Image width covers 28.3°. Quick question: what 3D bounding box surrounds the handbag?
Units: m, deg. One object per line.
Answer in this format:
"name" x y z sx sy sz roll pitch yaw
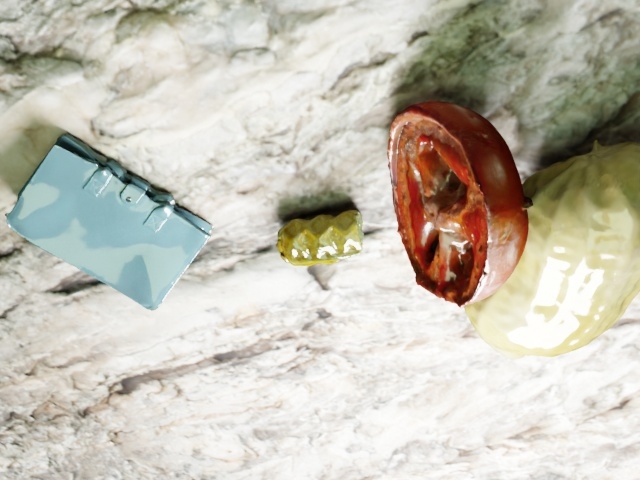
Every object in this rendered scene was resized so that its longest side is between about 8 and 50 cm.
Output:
"handbag" -0.257 -0.024 1.553 0.221 0.057 0.144 32 119 -14

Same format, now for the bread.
"bread" 0.000 0.000 1.519 0.110 0.060 0.066 -10 154 16

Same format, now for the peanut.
"peanut" 0.279 0.025 1.426 0.174 0.158 0.340 16 129 -7

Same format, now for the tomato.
"tomato" 0.160 -0.044 1.384 0.101 0.228 0.228 -11 134 -24
